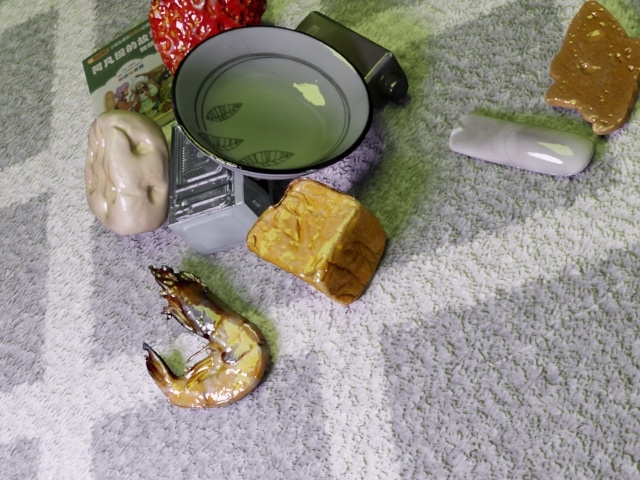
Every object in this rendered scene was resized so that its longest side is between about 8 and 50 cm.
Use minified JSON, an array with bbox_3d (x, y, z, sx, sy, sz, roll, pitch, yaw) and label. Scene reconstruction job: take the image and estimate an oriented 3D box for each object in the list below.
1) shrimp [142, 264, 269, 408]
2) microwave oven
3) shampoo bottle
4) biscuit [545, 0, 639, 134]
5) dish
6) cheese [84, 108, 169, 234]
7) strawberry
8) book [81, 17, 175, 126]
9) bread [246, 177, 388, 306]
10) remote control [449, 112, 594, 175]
[{"bbox_3d":[-0.205,0.160,1.624,0.289,0.075,0.178,37,86,25],"label":"shrimp"},{"bbox_3d":[-0.167,-0.102,1.715,0.162,0.122,0.208,-16,56,18],"label":"microwave oven"},{"bbox_3d":[0.052,-0.301,1.741,0.080,0.079,0.246,-49,52,-4],"label":"shampoo bottle"},{"bbox_3d":[0.417,-0.261,1.552,0.163,0.035,0.250,-8,60,18],"label":"biscuit"},{"bbox_3d":[-0.079,-0.196,1.630,0.317,0.106,0.316,5,55,-7],"label":"dish"},{"bbox_3d":[-0.329,-0.123,1.763,0.117,0.218,0.235,-8,53,-27],"label":"cheese"},{"bbox_3d":[-0.194,-0.356,1.848,0.234,0.234,0.177,-13,83,21],"label":"strawberry"},{"bbox_3d":[-0.354,-0.307,1.996,0.202,0.027,0.264,-29,53,11],"label":"book"},{"bbox_3d":[0.000,0.000,1.552,0.158,0.149,0.143,29,82,37],"label":"bread"},{"bbox_3d":[0.296,-0.148,1.544,0.229,0.044,0.073,18,75,34],"label":"remote control"}]
